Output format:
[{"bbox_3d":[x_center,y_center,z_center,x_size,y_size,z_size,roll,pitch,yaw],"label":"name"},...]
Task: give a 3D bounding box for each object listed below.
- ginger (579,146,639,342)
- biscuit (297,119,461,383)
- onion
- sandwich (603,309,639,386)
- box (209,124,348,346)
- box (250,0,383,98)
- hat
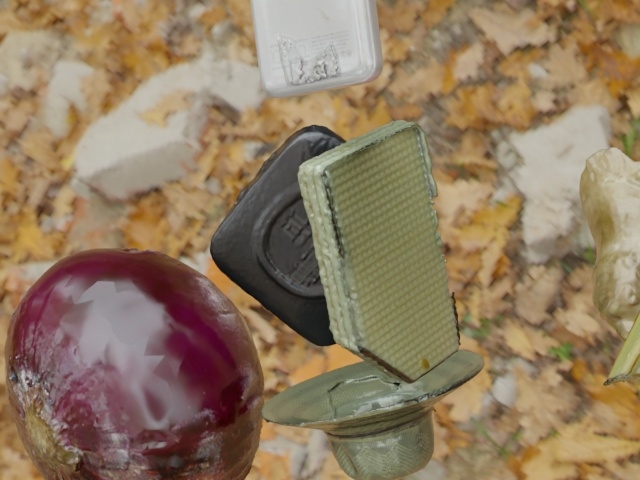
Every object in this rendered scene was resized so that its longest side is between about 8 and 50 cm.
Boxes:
[{"bbox_3d":[0.296,0.010,1.427,0.123,0.115,0.193,-30,75,-31],"label":"ginger"},{"bbox_3d":[0.060,0.021,1.430,0.052,0.150,0.252,6,117,43],"label":"biscuit"},{"bbox_3d":[-0.202,0.147,1.699,0.336,0.282,0.260,49,139,30],"label":"onion"},{"bbox_3d":[0.304,0.018,1.245,0.144,0.117,0.187,-7,81,-6],"label":"sandwich"},{"bbox_3d":[0.000,0.000,1.585,0.212,0.201,0.042,-47,13,22],"label":"box"},{"bbox_3d":[-0.015,-0.297,1.545,0.142,0.044,0.285,-7,90,31],"label":"box"},{"bbox_3d":[0.068,0.204,1.599,0.252,0.252,0.110,-10,98,24],"label":"hat"}]
